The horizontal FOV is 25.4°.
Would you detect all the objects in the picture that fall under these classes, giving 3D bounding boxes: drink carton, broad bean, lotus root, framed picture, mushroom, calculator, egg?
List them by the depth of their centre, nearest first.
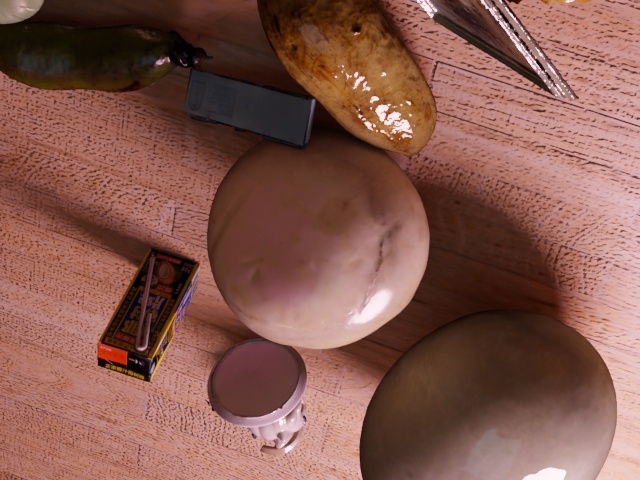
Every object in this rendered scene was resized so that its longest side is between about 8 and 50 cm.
[{"bbox_3d":[0.100,-0.232,1.244,0.274,0.017,0.217,40,-179,-45],"label":"framed picture"},{"bbox_3d":[0.030,-0.182,1.424,0.110,0.097,0.258,-25,122,34],"label":"lotus root"},{"bbox_3d":[-0.077,-0.140,1.504,0.172,0.018,0.057,17,105,35],"label":"calculator"},{"bbox_3d":[0.000,0.000,1.544,0.246,0.202,0.246,-1,86,19],"label":"mushroom"},{"bbox_3d":[-0.266,-0.200,1.545,0.339,0.061,0.077,4,125,17],"label":"broad bean"},{"bbox_3d":[0.185,0.221,1.624,0.258,0.258,0.352,36,135,-13],"label":"egg"},{"bbox_3d":[-0.206,0.088,1.715,0.071,0.165,0.056,15,135,7],"label":"drink carton"}]

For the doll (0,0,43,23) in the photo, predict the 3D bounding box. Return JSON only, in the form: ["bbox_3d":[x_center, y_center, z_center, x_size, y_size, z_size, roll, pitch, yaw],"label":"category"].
[{"bbox_3d":[-0.440,-0.303,1.456,0.284,0.216,0.268,-5,151,34],"label":"doll"}]

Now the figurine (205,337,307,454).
[{"bbox_3d":[-0.069,0.214,1.828,0.132,0.132,0.153,6,146,17],"label":"figurine"}]

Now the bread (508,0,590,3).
[{"bbox_3d":[0.153,-0.304,1.220,0.261,0.160,0.147,36,140,-21],"label":"bread"}]
